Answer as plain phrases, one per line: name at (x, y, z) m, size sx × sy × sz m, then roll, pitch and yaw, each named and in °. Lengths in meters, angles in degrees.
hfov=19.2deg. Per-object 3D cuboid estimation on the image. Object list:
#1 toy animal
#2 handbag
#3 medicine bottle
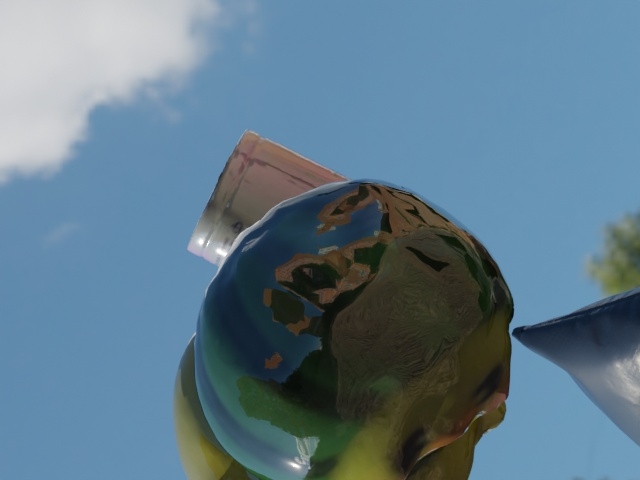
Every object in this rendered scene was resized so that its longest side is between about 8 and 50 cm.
toy animal at (0.003, 0.095, 1.144) m, size 0.216 × 0.191 × 0.338 m, roll -39°, pitch -23°, yaw -26°
handbag at (0.309, 0.118, 1.611) m, size 0.211 × 0.254 × 0.088 m, roll 40°, pitch -119°, yaw -14°
medicine bottle at (0.000, 0.000, 2.048) m, size 0.152 × 0.254 × 0.152 m, roll -63°, pitch 1°, yaw 2°
